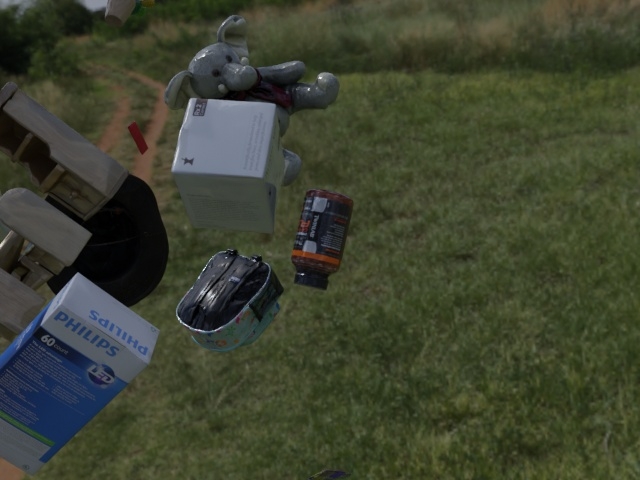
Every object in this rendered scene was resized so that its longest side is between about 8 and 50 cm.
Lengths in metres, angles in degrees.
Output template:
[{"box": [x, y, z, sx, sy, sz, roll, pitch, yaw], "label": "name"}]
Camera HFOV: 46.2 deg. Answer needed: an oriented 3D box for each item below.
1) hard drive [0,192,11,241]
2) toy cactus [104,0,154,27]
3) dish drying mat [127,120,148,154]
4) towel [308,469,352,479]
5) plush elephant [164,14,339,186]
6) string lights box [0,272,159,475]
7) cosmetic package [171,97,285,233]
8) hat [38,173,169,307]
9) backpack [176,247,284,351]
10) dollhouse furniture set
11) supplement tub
[{"box": [-0.746, -0.148, 1.592, 0.040, 0.203, 0.307, -20, -22, -11], "label": "hard drive"}, {"box": [-0.367, -0.478, 1.393, 0.112, 0.181, 0.219, 16, -28, -10], "label": "toy cactus"}, {"box": [-0.470, -0.264, 1.933, 0.008, 0.083, 0.032, 0, 39, 27], "label": "dish drying mat"}, {"box": [0.021, 0.513, 1.625, 0.083, 0.009, 0.060, 21, -46, -36], "label": "towel"}, {"box": [-0.165, -0.314, 1.576, 0.330, 0.255, 0.272, 22, 76, 36], "label": "plush elephant"}, {"box": [-0.343, 0.177, 0.966, 0.259, 0.133, 0.077, -43, 20, 20], "label": "string lights box"}, {"box": [-0.150, -0.124, 1.278, 0.151, 0.151, 0.184, 5, -28, 5], "label": "cosmetic package"}, {"box": [-0.514, -0.002, 1.714, 0.331, 0.331, 0.134, -21, 18, -35], "label": "hat"}, {"box": [-0.245, 0.174, 1.991, 0.225, 0.191, 0.253, 15, 51, 35], "label": "backpack"}, {"box": [-0.558, -0.030, 1.294, 0.362, 0.256, 0.394, -24, 33, 54], "label": "dollhouse furniture set"}, {"box": [0.000, 0.000, 1.538, 0.106, 0.198, 0.106, 12, -6, 1], "label": "supplement tub"}]
